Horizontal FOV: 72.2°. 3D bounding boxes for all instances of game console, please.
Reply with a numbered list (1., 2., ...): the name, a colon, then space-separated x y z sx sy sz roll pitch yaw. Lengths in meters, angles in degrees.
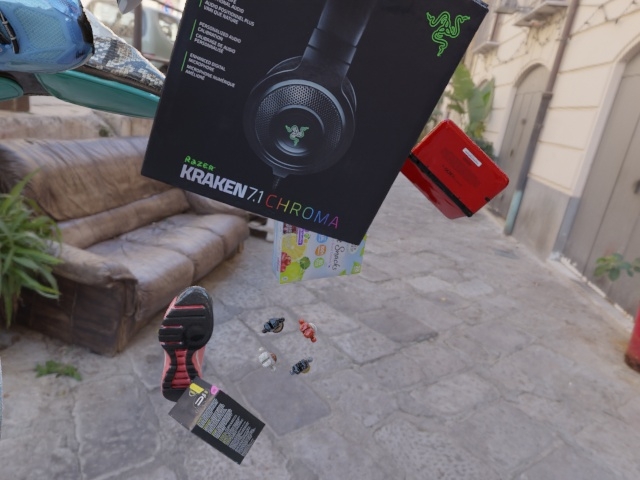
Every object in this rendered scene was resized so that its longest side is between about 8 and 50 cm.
1. game console: 0.211 -0.112 0.721 0.144 0.124 0.085 44 24 -4

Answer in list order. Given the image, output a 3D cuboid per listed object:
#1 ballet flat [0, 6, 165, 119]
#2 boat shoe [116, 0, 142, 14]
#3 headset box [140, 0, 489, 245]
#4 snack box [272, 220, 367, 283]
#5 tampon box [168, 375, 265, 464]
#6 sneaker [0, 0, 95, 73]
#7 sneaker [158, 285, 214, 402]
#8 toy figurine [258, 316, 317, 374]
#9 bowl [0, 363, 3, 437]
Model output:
1. ballet flat: -0.462 -0.297 0.699 0.483 0.182 0.164 -2 -4 -15
2. boat shoe: -0.326 -0.423 0.735 0.049 0.040 0.142 -43 22 -14
3. headset box: -0.014 -0.172 0.448 0.246 0.283 0.131 18 26 -19
4. snack box: 0.000 0.000 1.002 0.207 0.174 0.070 -7 33 -21
5. tampon box: -0.230 0.399 0.980 0.120 0.161 0.101 0 47 49
6. sneaker: -0.222 -0.123 0.265 0.162 0.063 0.073 -1 40 0
7. sneaker: -0.327 0.229 1.047 0.116 0.313 0.136 7 24 -19
8. toy figurine: -0.123 0.396 1.659 0.213 0.209 0.148 6 -12 5
9. bowl: -0.900 0.401 1.072 0.163 0.311 0.312 2 18 -45
